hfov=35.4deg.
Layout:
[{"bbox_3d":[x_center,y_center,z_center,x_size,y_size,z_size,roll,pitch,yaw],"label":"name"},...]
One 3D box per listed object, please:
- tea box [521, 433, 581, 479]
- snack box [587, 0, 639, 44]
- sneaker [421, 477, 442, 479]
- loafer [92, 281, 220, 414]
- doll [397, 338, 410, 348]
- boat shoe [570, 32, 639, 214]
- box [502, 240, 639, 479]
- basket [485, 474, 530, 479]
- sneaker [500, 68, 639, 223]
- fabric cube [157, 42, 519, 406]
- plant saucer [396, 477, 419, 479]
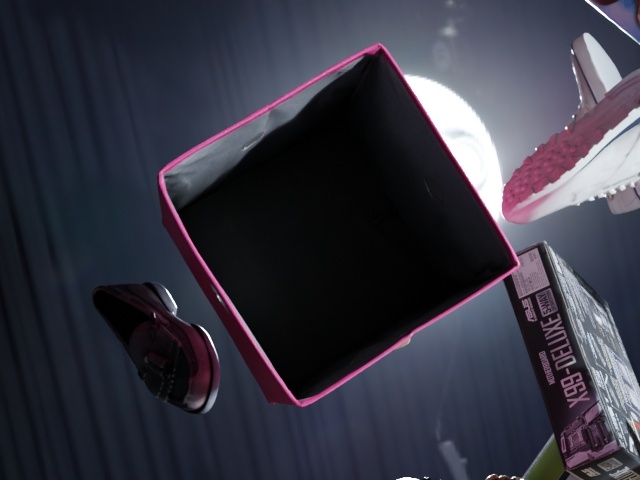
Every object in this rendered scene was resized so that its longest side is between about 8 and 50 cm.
[{"bbox_3d":[0.477,0.458,1.689,0.329,0.220,0.323,-52,-1,-10],"label":"tea box"},{"bbox_3d":[0.387,-0.355,0.986,0.322,0.187,0.060,-52,-16,23],"label":"snack box"},{"bbox_3d":[0.112,0.427,1.470,0.276,0.135,0.098,4,30,-32],"label":"sneaker"},{"bbox_3d":[-0.223,0.135,1.305,0.095,0.109,0.302,12,14,-30],"label":"loafer"},{"bbox_3d":[0.100,0.063,1.343,0.046,0.129,0.189,-42,21,35],"label":"doll"},{"bbox_3d":[0.412,-0.168,1.465,0.088,0.268,0.096,-25,-4,34],"label":"boat shoe"},{"bbox_3d":[0.360,0.181,1.344,0.076,0.308,0.242,-28,-37,22],"label":"box"},{"bbox_3d":[0.319,0.447,1.196,0.223,0.299,0.214,-4,47,46],"label":"basket"},{"bbox_3d":[0.304,-0.083,1.088,0.235,0.095,0.090,-37,27,14],"label":"sneaker"},{"bbox_3d":[0.000,0.000,1.029,0.259,0.254,0.258,-31,-3,-12],"label":"fabric cube"},{"bbox_3d":[0.030,0.346,0.950,0.332,0.084,0.332,-36,-29,-24],"label":"plant saucer"}]
